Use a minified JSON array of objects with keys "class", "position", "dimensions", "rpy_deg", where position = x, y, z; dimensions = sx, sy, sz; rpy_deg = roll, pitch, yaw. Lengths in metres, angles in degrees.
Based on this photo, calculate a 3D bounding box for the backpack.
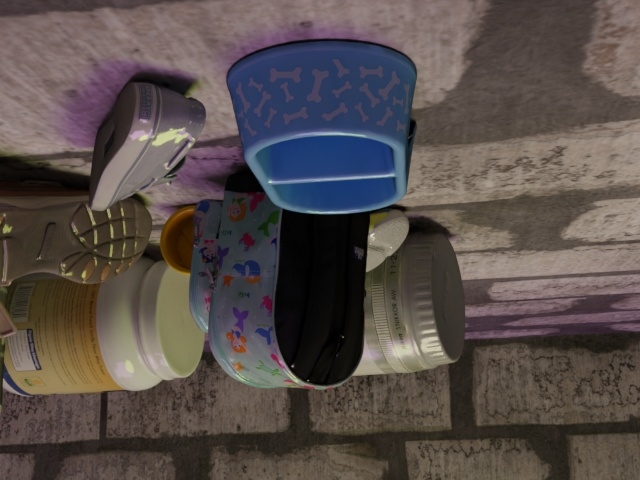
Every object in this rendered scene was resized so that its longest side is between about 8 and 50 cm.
[{"class":"backpack","position":[-0.042,0.053,1.032],"dimensions":[0.191,0.253,0.225],"rpy_deg":[-10,166,31]}]

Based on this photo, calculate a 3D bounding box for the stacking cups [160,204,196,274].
[{"class":"stacking cups","position":[-0.129,0.021,1.278],"dimensions":[0.096,0.096,0.316],"rpy_deg":[-5,171,14]}]

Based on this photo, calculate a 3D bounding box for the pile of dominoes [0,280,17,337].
[{"class":"pile of dominoes","position":[-0.534,0.039,1.141],"dimensions":[0.251,0.195,0.040],"rpy_deg":[-1,-156,-1]}]

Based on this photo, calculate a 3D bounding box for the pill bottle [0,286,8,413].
[{"class":"pill bottle","position":[-0.573,0.178,1.264],"dimensions":[0.204,0.360,0.204],"rpy_deg":[-1,168,0]}]

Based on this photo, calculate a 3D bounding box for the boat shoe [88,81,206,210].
[{"class":"boat shoe","position":[-0.168,-0.078,0.817],"dimensions":[0.081,0.079,0.227],"rpy_deg":[8,161,-24]}]

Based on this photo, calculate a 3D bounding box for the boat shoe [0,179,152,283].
[{"class":"boat shoe","position":[-0.329,-0.023,1.020],"dimensions":[0.116,0.123,0.324],"rpy_deg":[29,-169,26]}]

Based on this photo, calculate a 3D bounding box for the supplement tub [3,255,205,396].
[{"class":"supplement tub","position":[-0.375,0.142,1.443],"dimensions":[0.316,0.228,0.228],"rpy_deg":[-5,167,15]}]

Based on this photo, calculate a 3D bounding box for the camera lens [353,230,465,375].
[{"class":"camera lens","position":[0.069,0.102,1.350],"dimensions":[0.274,0.219,0.219],"rpy_deg":[-7,167,22]}]

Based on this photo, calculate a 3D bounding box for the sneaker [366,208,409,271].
[{"class":"sneaker","position":[0.000,0.000,1.212],"dimensions":[0.240,0.126,0.091],"rpy_deg":[-28,138,-9]}]

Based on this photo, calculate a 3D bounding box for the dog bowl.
[{"class":"dog bowl","position":[0.010,-0.090,0.807],"dimensions":[0.166,0.074,0.297],"rpy_deg":[-3,168,5]}]
